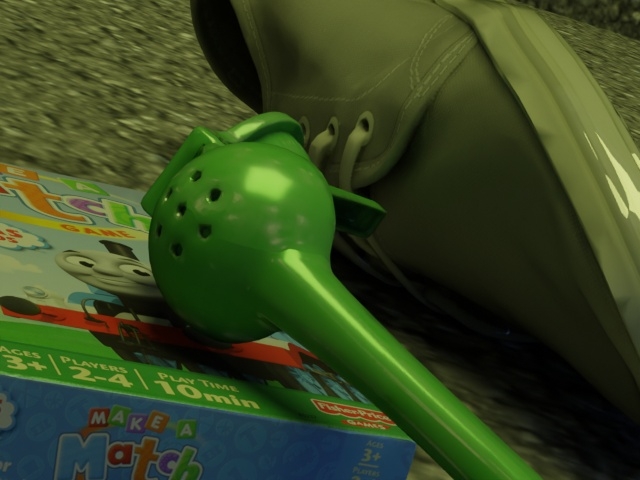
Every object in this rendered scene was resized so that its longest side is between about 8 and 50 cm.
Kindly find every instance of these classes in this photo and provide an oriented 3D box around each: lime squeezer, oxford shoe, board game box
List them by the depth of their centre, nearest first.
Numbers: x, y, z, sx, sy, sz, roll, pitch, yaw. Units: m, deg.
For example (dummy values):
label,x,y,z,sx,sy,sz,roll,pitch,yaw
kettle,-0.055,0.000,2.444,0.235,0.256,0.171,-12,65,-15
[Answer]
label,x,y,z,sx,sy,sz,roll,pitch,yaw
lime squeezer,0.000,0.000,0.582,0.110,0.058,0.310,17,12,-12
board game box,-0.085,0.021,0.589,0.160,0.039,0.211,12,14,-26
oxford shoe,0.048,-0.032,0.833,0.130,0.169,0.449,-29,32,-4
